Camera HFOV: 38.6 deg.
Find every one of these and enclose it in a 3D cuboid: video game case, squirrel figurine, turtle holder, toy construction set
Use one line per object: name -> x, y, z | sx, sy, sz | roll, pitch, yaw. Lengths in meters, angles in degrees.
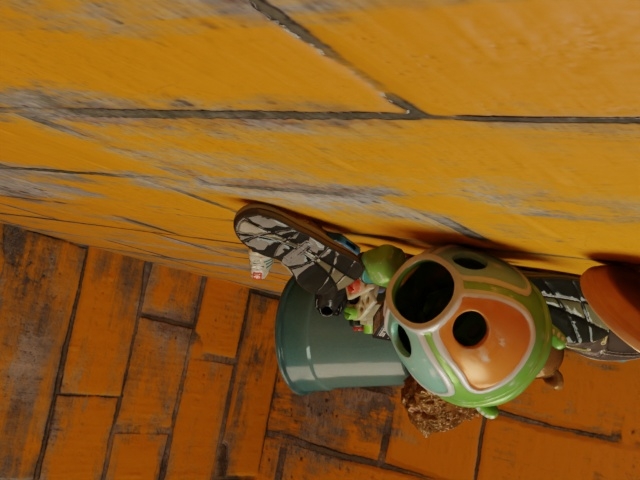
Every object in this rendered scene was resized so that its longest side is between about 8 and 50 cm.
video game case -> 0.000, 0.000, 1.695 | 0.119, 0.015, 0.166 | 10, 173, 16
squirrel figurine -> 0.386, 0.307, 2.144 | 0.397, 0.281, 0.370 | -38, -167, -33
turtle holder -> 0.211, 0.101, 1.441 | 0.243, 0.320, 0.227 | -34, 134, 22
toy construction set -> 0.181, 0.148, 2.053 | 0.327, 0.151, 0.215 | 15, 173, -28

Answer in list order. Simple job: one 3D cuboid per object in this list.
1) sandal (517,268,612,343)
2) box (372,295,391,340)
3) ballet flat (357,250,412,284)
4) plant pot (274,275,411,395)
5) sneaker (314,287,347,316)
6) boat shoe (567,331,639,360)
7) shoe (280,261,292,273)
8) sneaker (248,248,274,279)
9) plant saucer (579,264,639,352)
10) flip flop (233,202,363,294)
sandal -> 0.363, 0.095, 1.592 | 0.302, 0.120, 0.086 | 11, -159, 20
box -> 0.227, 0.141, 1.879 | 0.183, 0.056, 0.231 | 13, 143, -10
ballet flat -> 0.151, 0.054, 1.719 | 0.203, 0.074, 0.074 | 8, 176, -26
plant pot -> 0.105, 0.247, 2.402 | 0.334, 0.341, 0.341 | -1, 169, 27
sneaker -> 0.027, 0.117, 2.163 | 0.109, 0.130, 0.286 | 8, 174, 11
boat shoe -> 0.540, 0.177, 1.885 | 0.324, 0.117, 0.097 | 17, 177, 3
shoe -> -0.035, 0.029, 1.666 | 0.076, 0.058, 0.219 | 11, 173, -2
sneaker -> -0.138, 0.053, 2.120 | 0.057, 0.075, 0.161 | 11, 174, 5
plant saucer -> 0.456, 0.099, 1.275 | 0.200, 0.037, 0.200 | 24, -151, -15
flip flop -> -0.032, 0.004, 1.504 | 0.112, 0.080, 0.277 | -35, 131, 28
